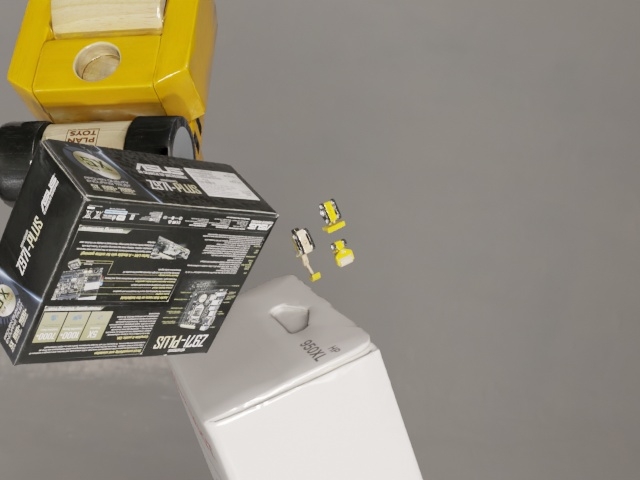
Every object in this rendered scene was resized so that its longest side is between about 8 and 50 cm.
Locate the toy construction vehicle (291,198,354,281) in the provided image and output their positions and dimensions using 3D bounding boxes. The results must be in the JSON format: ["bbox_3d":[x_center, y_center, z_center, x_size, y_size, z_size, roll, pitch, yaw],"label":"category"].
[{"bbox_3d":[0.000,0.000,1.289,0.086,0.098,0.035,-28,8,-26],"label":"toy construction vehicle"}]

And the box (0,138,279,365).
[{"bbox_3d":[-0.145,0.013,0.679,0.180,0.147,0.077,3,33,-47],"label":"box"}]

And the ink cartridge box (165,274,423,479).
[{"bbox_3d":[-0.005,0.265,0.887,0.166,0.395,0.285,-23,16,-14],"label":"ink cartridge box"}]

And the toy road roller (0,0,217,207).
[{"bbox_3d":[-0.223,-0.132,1.024,0.202,0.240,0.330,-1,64,9],"label":"toy road roller"}]
